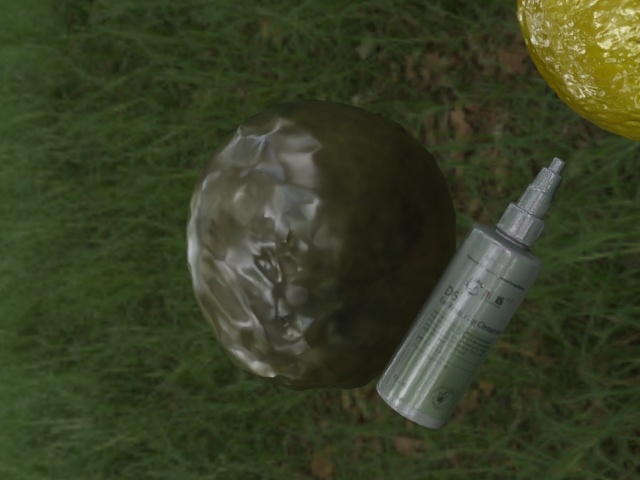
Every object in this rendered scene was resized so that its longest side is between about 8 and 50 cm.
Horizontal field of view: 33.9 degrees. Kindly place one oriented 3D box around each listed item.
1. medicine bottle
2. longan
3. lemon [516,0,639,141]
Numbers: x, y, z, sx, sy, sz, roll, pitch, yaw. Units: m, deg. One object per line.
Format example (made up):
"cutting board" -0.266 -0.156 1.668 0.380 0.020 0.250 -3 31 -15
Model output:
"medicine bottle" 0.109 0.031 0.707 0.199 0.057 0.057 -59 36 11
"longan" 0.005 0.001 1.552 0.404 0.404 0.436 36 135 56
"lemon" 0.271 -0.188 0.859 0.204 0.260 0.204 -47 18 21
